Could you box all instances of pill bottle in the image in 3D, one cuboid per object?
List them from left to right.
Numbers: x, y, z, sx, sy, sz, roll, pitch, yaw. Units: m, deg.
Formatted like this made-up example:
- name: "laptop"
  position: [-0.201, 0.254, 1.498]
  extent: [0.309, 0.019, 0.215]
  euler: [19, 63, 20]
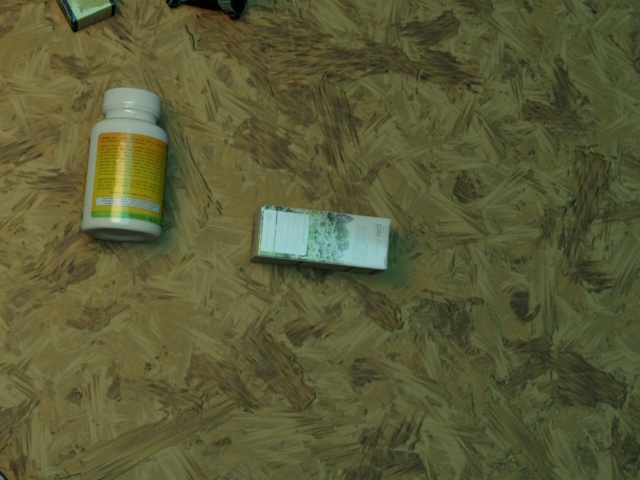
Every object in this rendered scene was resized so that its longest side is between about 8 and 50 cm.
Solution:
- name: "pill bottle"
  position: [-0.331, -0.128, 1.792]
  extent: [0.136, 0.136, 0.246]
  euler: [5, 79, -11]

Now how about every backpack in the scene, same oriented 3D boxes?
- name: "backpack"
  position: [-0.196, -0.483, 1.865]
  extent: [0.158, 0.173, 0.117]
  euler: [10, 78, -9]

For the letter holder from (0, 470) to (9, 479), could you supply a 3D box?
- name: "letter holder"
  position: [-0.609, 0.403, 1.634]
  extent: [0.302, 0.152, 0.214]
  euler: [45, 73, -2]

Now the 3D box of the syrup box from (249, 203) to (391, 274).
- name: "syrup box"
  position: [0.000, 0.000, 1.861]
  extent: [0.237, 0.096, 0.093]
  euler: [6, 81, -11]

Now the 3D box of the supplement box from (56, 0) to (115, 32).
- name: "supplement box"
  position: [-0.422, -0.430, 1.867]
  extent: [0.083, 0.056, 0.083]
  euler: [-29, 87, -16]
